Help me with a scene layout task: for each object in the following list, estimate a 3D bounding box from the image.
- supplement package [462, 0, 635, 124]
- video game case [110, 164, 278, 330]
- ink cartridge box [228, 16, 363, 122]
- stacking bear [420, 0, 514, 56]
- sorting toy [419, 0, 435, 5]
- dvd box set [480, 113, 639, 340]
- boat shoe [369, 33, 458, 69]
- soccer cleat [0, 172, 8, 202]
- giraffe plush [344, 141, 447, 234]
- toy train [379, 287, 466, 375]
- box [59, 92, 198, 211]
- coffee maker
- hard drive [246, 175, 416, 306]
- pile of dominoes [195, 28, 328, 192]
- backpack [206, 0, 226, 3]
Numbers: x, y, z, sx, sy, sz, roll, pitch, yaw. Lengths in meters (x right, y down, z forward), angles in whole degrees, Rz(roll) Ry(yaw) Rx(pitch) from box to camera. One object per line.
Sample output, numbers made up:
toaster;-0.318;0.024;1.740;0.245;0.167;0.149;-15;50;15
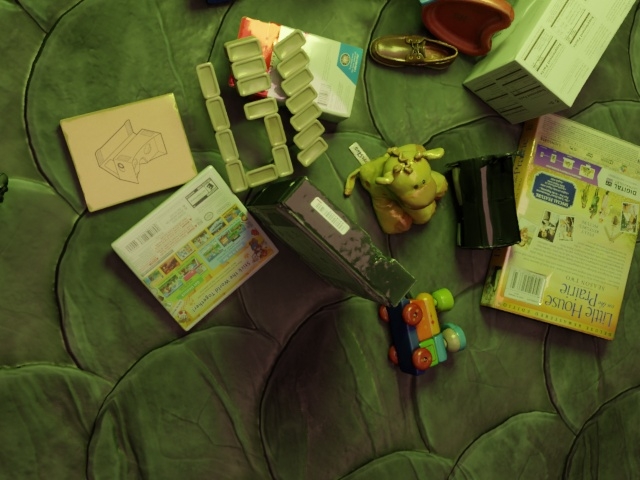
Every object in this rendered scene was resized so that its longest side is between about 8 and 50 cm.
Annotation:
supplement package;0.441;-0.386;1.315;0.145;0.204;0.262;36;81;-13
video game case;-0.222;0.014;1.215;0.227;0.026;0.206;-41;107;-12
ink cartridge box;-0.051;-0.311;1.240;0.230;0.078;0.134;12;89;-16
stacking bear;0.311;-0.540;1.307;0.164;0.175;0.289;21;76;-3
sorting toy;0.163;-0.592;1.250;0.195;0.047;0.348;-5;71;13
dvd box set;0.527;-0.027;1.420;0.307;0.062;0.421;15;86;-16
boat shoe;0.185;-0.373;1.316;0.177;0.060;0.064;2;90;-16
soccer cleat;-0.636;-0.006;1.068;0.116;0.108;0.318;42;83;-9
giraffe plush;0.159;-0.116;1.256;0.210;0.170;0.181;35;82;-14
toy train;0.196;0.124;1.312;0.143;0.105;0.248;-15;95;-26
box;-0.334;-0.157;1.192;0.201;0.021;0.165;-18;96;-16
coffee maker;0.323;-0.073;1.302;0.120;0.171;0.178;-8;92;-6
hard drive;0.000;0.000;1.126;0.237;0.339;0.064;43;82;-13
pile of dominoes;-0.099;-0.231;1.190;0.195;0.040;0.251;-18;116;-9
backpack;-0.176;-0.498;1.195;0.101;0.098;0.120;-14;85;-14
